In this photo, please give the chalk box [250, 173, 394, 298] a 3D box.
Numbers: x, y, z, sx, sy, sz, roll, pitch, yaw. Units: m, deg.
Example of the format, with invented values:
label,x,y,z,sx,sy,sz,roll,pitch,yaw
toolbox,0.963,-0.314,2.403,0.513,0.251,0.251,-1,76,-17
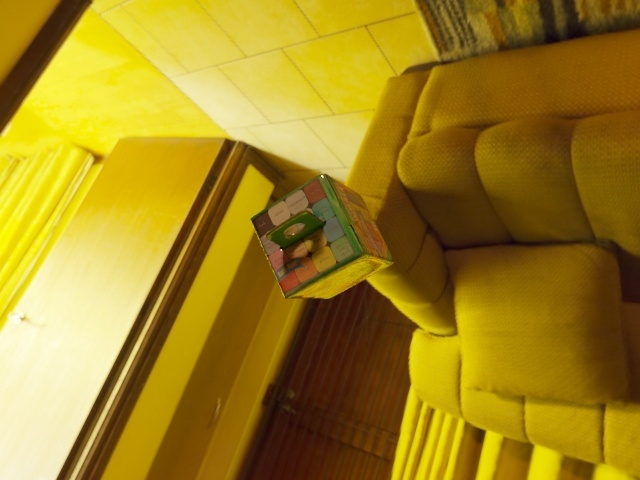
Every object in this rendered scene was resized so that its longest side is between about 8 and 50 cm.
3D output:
label,x,y,z,sx,sy,sz,roll,pitch,yaw
chalk box,0.000,0.000,0.731,0.132,0.132,0.213,-30,165,17
